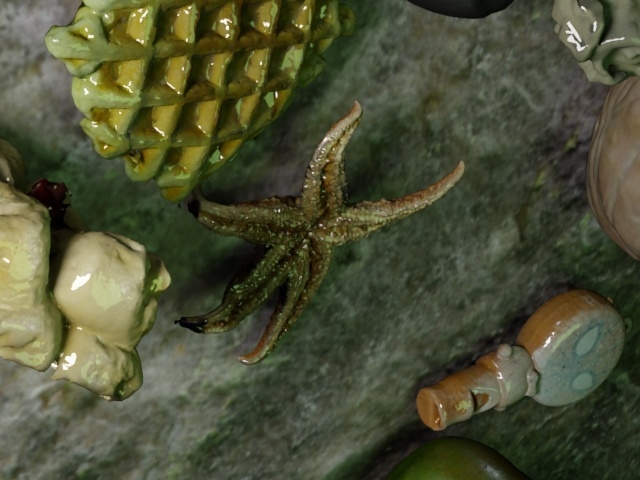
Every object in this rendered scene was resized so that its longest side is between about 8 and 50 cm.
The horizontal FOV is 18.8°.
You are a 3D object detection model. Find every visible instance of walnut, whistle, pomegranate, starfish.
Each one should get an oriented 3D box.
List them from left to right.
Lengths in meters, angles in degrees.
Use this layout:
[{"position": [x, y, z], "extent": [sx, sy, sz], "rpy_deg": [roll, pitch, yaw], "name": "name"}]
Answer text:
[{"position": [-0.005, -0.005, 1.361], "extent": [0.238, 0.057, 0.213], "rpy_deg": [-23, 142, -27], "name": "starfish"}, {"position": [0.125, 0.246, 1.636], "extent": [0.131, 0.152, 0.191], "rpy_deg": [-52, 164, -9], "name": "pomegranate"}, {"position": [0.176, 0.104, 1.637], "extent": [0.220, 0.057, 0.107], "rpy_deg": [-22, 134, -27], "name": "whistle"}, {"position": [0.315, -0.071, 1.527], "extent": [0.224, 0.224, 0.224], "rpy_deg": [-27, 136, -29], "name": "walnut"}]

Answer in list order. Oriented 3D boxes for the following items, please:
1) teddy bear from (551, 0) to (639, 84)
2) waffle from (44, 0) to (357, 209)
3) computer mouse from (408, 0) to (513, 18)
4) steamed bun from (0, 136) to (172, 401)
[{"position": [0.232, -0.278, 1.266], "extent": [0.367, 0.224, 0.357], "rpy_deg": [17, 93, -48], "name": "teddy bear"}, {"position": [-0.067, -0.130, 1.193], "extent": [0.214, 0.054, 0.208], "rpy_deg": [-49, 140, -14], "name": "waffle"}, {"position": [0.057, -0.231, 1.172], "extent": [0.086, 0.137, 0.270], "rpy_deg": [-42, 144, -27], "name": "computer mouse"}, {"position": [-0.184, -0.001, 1.094], "extent": [0.192, 0.177, 0.106], "rpy_deg": [30, 87, -39], "name": "steamed bun"}]
